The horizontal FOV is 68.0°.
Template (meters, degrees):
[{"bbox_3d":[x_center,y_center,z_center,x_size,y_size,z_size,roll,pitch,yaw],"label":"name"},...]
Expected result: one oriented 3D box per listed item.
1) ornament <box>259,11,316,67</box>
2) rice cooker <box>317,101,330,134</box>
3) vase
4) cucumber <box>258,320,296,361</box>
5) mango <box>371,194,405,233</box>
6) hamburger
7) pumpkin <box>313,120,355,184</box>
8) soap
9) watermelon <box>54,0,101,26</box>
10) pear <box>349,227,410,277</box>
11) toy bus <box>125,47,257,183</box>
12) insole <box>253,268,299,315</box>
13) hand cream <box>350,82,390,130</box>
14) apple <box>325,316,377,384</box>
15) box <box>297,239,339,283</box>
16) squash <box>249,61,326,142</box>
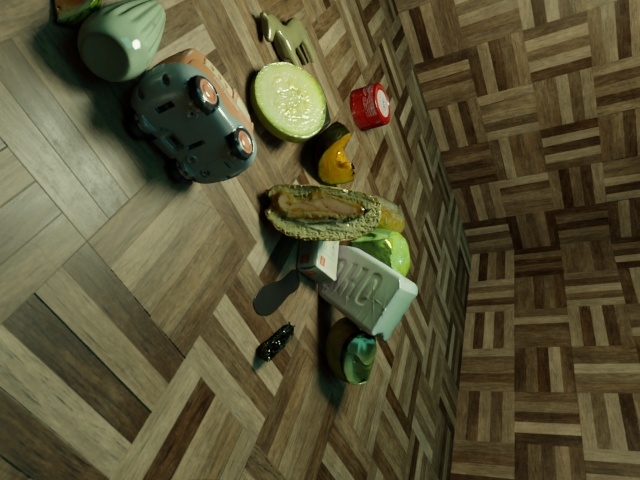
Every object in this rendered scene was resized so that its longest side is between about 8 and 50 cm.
[{"bbox_3d":[-0.111,-0.661,1.570,0.244,0.061,0.230,61,36,-35],"label":"ornament"},{"bbox_3d":[-0.032,-0.410,1.592,0.165,0.112,0.106,-56,137,-44],"label":"rice cooker"},{"bbox_3d":[-0.379,-0.414,0.946,0.248,0.128,0.128,-83,150,-47],"label":"vase"},{"bbox_3d":[-0.116,0.278,1.310,0.181,0.053,0.053,-33,112,-61],"label":"cucumber"},{"bbox_3d":[0.245,-0.097,1.975,0.316,0.146,0.192,5,49,-56],"label":"mango"},{"bbox_3d":[0.012,-0.082,1.422,0.209,0.330,0.162,-24,116,-84],"label":"hamburger"},{"bbox_3d":[0.026,-0.323,1.675,0.312,0.148,0.169,81,-17,-66],"label":"pumpkin"},{"bbox_3d":[0.130,0.149,1.557,0.115,0.347,0.208,34,90,-44],"label":"soap"},{"bbox_3d":[-0.444,-0.476,0.893,0.087,0.069,0.163,7,74,-62],"label":"watermelon"},{"bbox_3d":[0.259,0.084,1.839,0.282,0.176,0.286,-20,99,-61],"label":"pear"},{"bbox_3d":[-0.272,-0.280,1.055,0.287,0.194,0.232,51,28,-42],"label":"toy bus"},{"bbox_3d":[-0.122,0.150,1.381,0.253,0.005,0.086,-31,111,-59],"label":"insole"},{"bbox_3d":[0.224,-0.593,2.108,0.193,0.125,0.193,20,67,-57],"label":"hand cream"},{"bbox_3d":[0.103,0.360,1.567,0.207,0.174,0.188,-23,129,-67],"label":"apple"},{"bbox_3d":[0.000,0.000,1.570,0.135,0.079,0.269,42,47,-49],"label":"box"},{"bbox_3d":[-0.095,-0.426,1.443,0.252,0.049,0.252,8,76,-32],"label":"squash"}]
